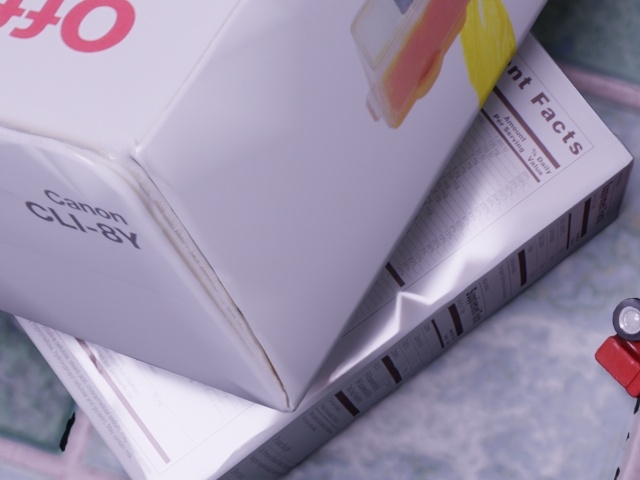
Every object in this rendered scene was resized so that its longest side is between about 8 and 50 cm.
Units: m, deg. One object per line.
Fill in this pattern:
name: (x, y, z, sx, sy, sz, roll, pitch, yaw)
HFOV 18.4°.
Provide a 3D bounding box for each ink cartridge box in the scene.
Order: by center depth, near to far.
ink cartridge box: (-0.050, -0.157, 0.774, 0.279, 0.160, 0.385, 16, 62, 33)

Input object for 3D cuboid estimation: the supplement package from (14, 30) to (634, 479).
supplement package: (0.000, 0.000, 0.867, 0.244, 0.134, 0.139, -36, 79, -2)

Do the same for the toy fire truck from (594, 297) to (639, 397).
toy fire truck: (0.195, 0.059, 0.856, 0.135, 0.047, 0.192, 46, 114, 24)
